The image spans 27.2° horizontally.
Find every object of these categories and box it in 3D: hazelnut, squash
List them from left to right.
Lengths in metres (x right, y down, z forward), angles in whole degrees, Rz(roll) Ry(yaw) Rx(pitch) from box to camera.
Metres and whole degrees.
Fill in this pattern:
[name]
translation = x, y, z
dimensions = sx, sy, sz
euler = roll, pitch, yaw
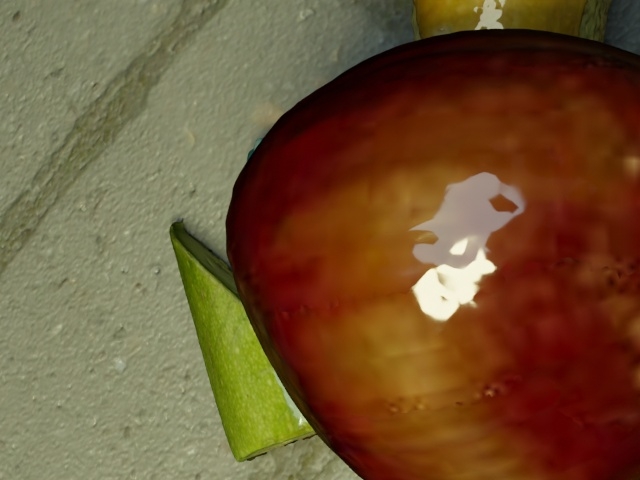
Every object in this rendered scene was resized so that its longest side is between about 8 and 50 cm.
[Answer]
[squash]
translation = -0.055, 0.068, 1.251
dimensions = 0.169, 0.093, 0.252
euler = -22, 78, 19
[hazelnut]
translation = 0.148, 0.025, 0.974
dimensions = 0.420, 0.421, 0.353
euler = 9, 54, 21

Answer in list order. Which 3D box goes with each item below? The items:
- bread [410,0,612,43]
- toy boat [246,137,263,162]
[bread]
translation = 0.181, -0.311, 1.126
dimensions = 0.165, 0.236, 0.376
euler = 11, 89, 23
[toy boat]
translation = 0.000, 0.000, 1.243
dimensions = 0.238, 0.109, 0.098
euler = 60, 139, 16
